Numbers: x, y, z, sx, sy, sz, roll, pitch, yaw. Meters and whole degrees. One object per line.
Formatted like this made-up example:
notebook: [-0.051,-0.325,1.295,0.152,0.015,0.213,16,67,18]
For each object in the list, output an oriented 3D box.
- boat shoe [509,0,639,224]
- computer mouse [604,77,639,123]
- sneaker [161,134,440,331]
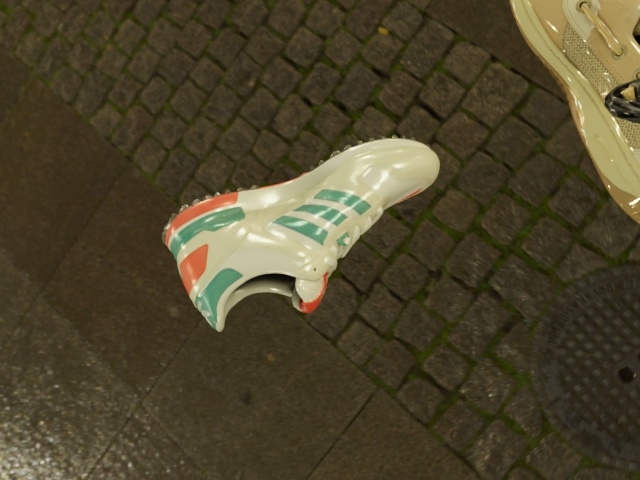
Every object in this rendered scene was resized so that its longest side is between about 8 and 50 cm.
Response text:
boat shoe: [0.275,-0.176,0.712,0.110,0.122,0.341,-37,56,34]
computer mouse: [0.300,-0.148,0.600,0.071,0.242,0.041,37,140,28]
sneaker: [0.000,0.000,0.423,0.161,0.057,0.075,-19,68,-11]
